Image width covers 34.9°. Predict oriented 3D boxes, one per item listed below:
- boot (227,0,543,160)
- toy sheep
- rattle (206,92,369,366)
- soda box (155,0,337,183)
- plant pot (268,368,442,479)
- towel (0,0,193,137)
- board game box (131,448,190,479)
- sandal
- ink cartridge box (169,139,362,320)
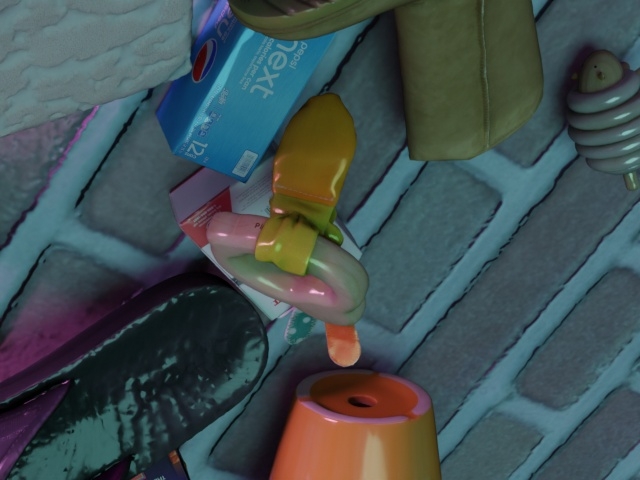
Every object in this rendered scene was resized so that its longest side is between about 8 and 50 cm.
[{"bbox_3d":[0.067,-0.137,0.724,0.236,0.089,0.269,-31,149,-8],"label":"boot"},{"bbox_3d":[0.257,-0.103,0.882,0.091,0.091,0.132,-26,108,-2],"label":"toy sheep"},{"bbox_3d":[0.000,0.000,0.819,0.130,0.142,0.200,-9,150,26],"label":"rattle"},{"bbox_3d":[-0.040,-0.153,0.753,0.067,0.071,0.210,22,112,-32],"label":"soda box"},{"bbox_3d":[0.034,0.231,0.962,0.205,0.205,0.187,0,106,-19],"label":"plant pot"},{"bbox_3d":[-0.224,-0.137,0.579,0.332,0.053,0.317,-19,163,-17],"label":"towel"},{"bbox_3d":[-0.218,0.196,0.915,0.170,0.048,0.141,-22,117,-8],"label":"board game box"},{"bbox_3d":[-0.227,0.191,0.804,0.446,0.107,0.167,-39,123,-8],"label":"sandal"},{"bbox_3d":[-0.044,-0.012,0.850,0.099,0.056,0.135,-36,127,6],"label":"ink cartridge box"}]
